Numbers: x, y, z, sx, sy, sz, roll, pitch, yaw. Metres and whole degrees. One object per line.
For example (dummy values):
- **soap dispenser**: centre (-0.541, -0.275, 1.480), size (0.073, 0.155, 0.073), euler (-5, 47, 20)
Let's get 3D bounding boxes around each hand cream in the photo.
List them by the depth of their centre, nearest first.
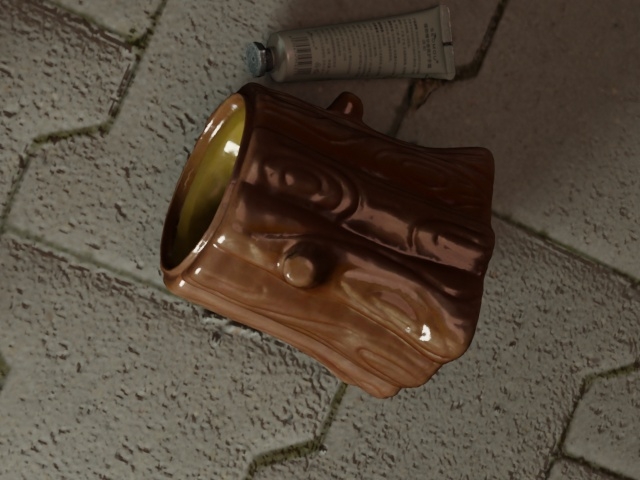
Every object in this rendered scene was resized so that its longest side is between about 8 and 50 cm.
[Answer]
- **hand cream**: centre (0.029, -0.162, 1.254), size (0.194, 0.042, 0.067), euler (-8, 91, -27)

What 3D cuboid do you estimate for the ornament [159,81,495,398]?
- **ornament**: centre (0.000, 0.000, 1.172), size (0.218, 0.221, 0.235), euler (23, 113, -19)
